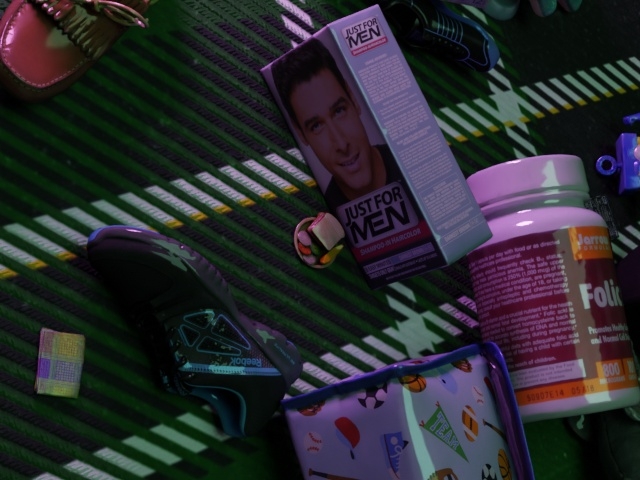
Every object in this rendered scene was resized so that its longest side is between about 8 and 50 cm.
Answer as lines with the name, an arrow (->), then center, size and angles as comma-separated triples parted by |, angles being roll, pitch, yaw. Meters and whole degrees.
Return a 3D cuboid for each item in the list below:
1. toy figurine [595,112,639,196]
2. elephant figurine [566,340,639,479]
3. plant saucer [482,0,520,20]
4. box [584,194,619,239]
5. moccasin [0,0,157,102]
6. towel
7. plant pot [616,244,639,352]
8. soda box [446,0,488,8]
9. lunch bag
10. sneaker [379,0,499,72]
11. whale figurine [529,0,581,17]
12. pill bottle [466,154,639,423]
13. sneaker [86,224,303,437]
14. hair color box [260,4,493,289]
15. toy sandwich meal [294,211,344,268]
toy figurine -> 0.611, -0.105, 2.119 | 0.217, 0.191, 0.362 | 1, 82, -5
elephant figurine -> 0.492, 0.284, 1.892 | 0.169, 0.186, 0.239 | -28, 81, 5
plant saucer -> 0.319, -0.454, 2.052 | 0.119, 0.021, 0.119 | 12, 69, -33
box -> 0.497, -0.036, 2.055 | 0.067, 0.018, 0.083 | -16, 86, -38
moccasin -> -0.284, -0.319, 1.497 | 0.139, 0.147, 0.380 | 51, 54, -12
towel -> -0.322, 0.152, 1.415 | 0.060, 0.009, 0.083 | 13, 70, -33
plant pot -> 0.604, 0.099, 1.999 | 0.187, 0.167, 0.188 | 43, 57, -18
soda box -> 0.138, -0.454, 1.805 | 0.286, 0.091, 0.098 | 10, 67, -4
lunch bag -> 0.170, 0.317, 1.580 | 0.385, 0.239, 0.327 | 0, 74, -59
sneaker -> 0.192, -0.342, 1.895 | 0.232, 0.081, 0.090 | 37, 60, -13
whale figurine -> 0.426, -0.504, 2.045 | 0.272, 0.141, 0.216 | 22, 71, -52
pill bottle -> 0.352, 0.079, 1.785 | 0.224, 0.224, 0.392 | -2, 78, -36
sneaker -> -0.170, 0.115, 1.463 | 0.341, 0.125, 0.139 | 41, 58, -18
hair color box -> 0.079, -0.130, 1.678 | 0.114, 0.185, 0.374 | -29, 94, -37
toy sandwich meal -> 0.000, 0.000, 1.679 | 0.086, 0.029, 0.085 | 11, 70, -33
